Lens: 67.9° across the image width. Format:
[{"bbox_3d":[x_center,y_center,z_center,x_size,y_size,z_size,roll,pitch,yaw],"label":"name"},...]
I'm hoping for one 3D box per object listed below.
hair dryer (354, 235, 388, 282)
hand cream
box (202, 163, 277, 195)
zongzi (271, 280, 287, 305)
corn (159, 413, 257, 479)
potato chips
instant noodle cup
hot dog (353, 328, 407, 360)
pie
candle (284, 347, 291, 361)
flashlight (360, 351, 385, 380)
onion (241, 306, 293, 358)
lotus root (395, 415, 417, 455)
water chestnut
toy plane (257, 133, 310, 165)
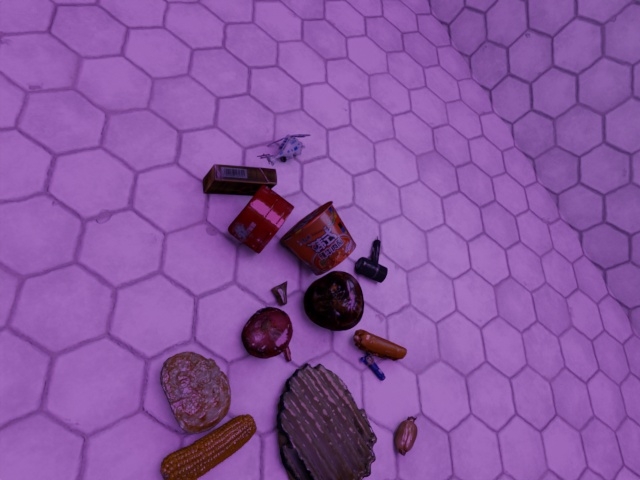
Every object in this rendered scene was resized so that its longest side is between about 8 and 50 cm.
[{"bbox_3d":[0.221,0.063,1.986,0.125,0.071,0.218,27,50,-15],"label":"hair dryer"},{"bbox_3d":[-0.215,-0.079,1.710,0.149,0.230,0.230,39,54,-7],"label":"hand cream"},{"bbox_3d":[-0.301,-0.220,1.770,0.240,0.159,0.071,0,75,-30],"label":"box"},{"bbox_3d":[-0.133,0.195,1.744,0.083,0.040,0.076,-23,86,-53],"label":"zongzi"},{"bbox_3d":[-0.316,0.615,1.397,0.313,0.102,0.101,-19,77,-36],"label":"corn"},{"bbox_3d":[0.008,0.634,1.591,0.359,0.070,0.429,-30,85,-39],"label":"potato chips"},{"bbox_3d":[0.000,0.000,1.793,0.192,0.250,0.250,53,53,-10],"label":"instant noodle cup"},{"bbox_3d":[0.217,0.402,1.801,0.249,0.102,0.076,26,86,-25],"label":"hot dog"},{"bbox_3d":[-0.378,0.456,1.445,0.201,0.090,0.247,-17,76,-45],"label":"pie"},{"bbox_3d":[-0.133,0.344,1.677,0.026,0.021,0.167,6,60,-56],"label":"candle"},{"bbox_3d":[0.203,0.476,1.790,0.121,0.035,0.057,51,50,1],"label":"flashlight"},{"bbox_3d":[-0.169,0.319,1.600,0.147,0.184,0.183,59,38,-49],"label":"onion"},{"bbox_3d":[0.312,0.705,1.726,0.073,0.062,0.150,23,53,9],"label":"lotus root"},{"bbox_3d":[0.050,0.214,1.714,0.224,0.238,0.223,-5,74,16],"label":"water chestnut"},{"bbox_3d":[-0.134,-0.361,1.930,0.273,0.182,0.107,-78,153,-62],"label":"toy plane"}]
